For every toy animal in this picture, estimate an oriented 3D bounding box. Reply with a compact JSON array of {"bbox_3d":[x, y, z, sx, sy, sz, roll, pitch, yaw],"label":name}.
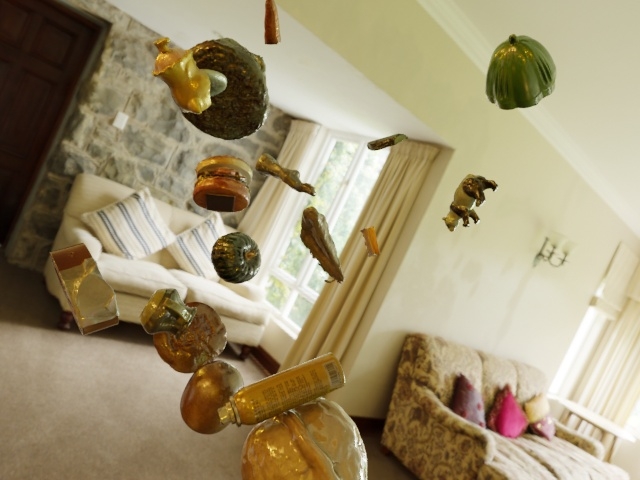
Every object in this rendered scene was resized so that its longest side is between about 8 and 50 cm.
[{"bbox_3d":[-0.416,-0.487,1.414,0.156,0.156,0.229,28,-31,53],"label":"toy animal"},{"bbox_3d":[0.517,-0.128,1.678,0.094,0.225,0.121,-14,44,-44],"label":"toy animal"}]

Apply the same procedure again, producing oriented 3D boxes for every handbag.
[{"bbox_3d":[0.141,0.004,1.339,0.027,0.083,0.061,-12,-4,-13],"label":"handbag"}]

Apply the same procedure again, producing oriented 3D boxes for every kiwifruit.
[{"bbox_3d":[-0.346,0.501,1.534,0.196,0.233,0.196,22,6,-3],"label":"kiwifruit"}]

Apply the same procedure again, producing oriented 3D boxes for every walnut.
[{"bbox_3d":[-0.038,0.642,1.349,0.382,0.381,0.381,25,2,-1],"label":"walnut"}]

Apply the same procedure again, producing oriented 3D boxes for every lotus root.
[{"bbox_3d":[0.504,-0.458,1.220,0.186,0.186,0.186,25,2,-1],"label":"lotus root"}]

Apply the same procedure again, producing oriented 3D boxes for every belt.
[{"bbox_3d":[-0.767,0.155,1.545,0.122,0.217,0.338,-21,54,-32],"label":"belt"}]

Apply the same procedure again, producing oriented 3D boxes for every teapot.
[{"bbox_3d":[-0.387,0.187,1.221,0.119,0.130,0.166,33,-30,-16],"label":"teapot"}]

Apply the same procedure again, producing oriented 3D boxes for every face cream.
[{"bbox_3d":[-0.108,0.417,1.298,0.349,0.104,0.105,-17,20,-20],"label":"face cream"}]

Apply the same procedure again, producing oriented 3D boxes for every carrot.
[{"bbox_3d":[-0.199,-0.892,1.911,0.072,0.072,0.205,25,-34,19],"label":"carrot"}]

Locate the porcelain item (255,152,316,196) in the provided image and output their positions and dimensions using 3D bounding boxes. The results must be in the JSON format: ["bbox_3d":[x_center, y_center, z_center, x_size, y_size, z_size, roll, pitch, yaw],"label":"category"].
[{"bbox_3d":[-0.101,-0.195,1.474,0.216,0.069,0.081,33,-6,24],"label":"porcelain item"}]

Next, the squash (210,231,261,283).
[{"bbox_3d":[-0.334,0.069,1.890,0.218,0.218,0.173,23,-4,-43],"label":"squash"}]

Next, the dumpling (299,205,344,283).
[{"bbox_3d":[0.005,-0.001,1.750,0.166,0.086,0.332,23,-40,51],"label":"dumpling"}]

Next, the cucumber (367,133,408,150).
[{"bbox_3d":[0.279,-0.433,2.123,0.220,0.070,0.046,-9,-61,44],"label":"cucumber"}]

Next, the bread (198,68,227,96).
[{"bbox_3d":[-0.371,-0.529,1.592,0.112,0.036,0.193,-11,-4,16],"label":"bread"}]

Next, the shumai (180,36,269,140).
[{"bbox_3d":[-0.387,-0.641,1.890,0.395,0.395,0.348,23,34,-29],"label":"shumai"}]

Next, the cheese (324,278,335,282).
[{"bbox_3d":[0.054,0.155,2.048,0.041,0.084,0.060,40,-6,8],"label":"cheese"}]

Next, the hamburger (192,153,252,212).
[{"bbox_3d":[-0.459,-0.270,2.242,0.291,0.224,0.291,-3,-24,-1],"label":"hamburger"}]

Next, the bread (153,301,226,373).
[{"bbox_3d":[-0.503,0.373,1.821,0.270,0.269,0.148,24,-24,-16],"label":"bread"}]
